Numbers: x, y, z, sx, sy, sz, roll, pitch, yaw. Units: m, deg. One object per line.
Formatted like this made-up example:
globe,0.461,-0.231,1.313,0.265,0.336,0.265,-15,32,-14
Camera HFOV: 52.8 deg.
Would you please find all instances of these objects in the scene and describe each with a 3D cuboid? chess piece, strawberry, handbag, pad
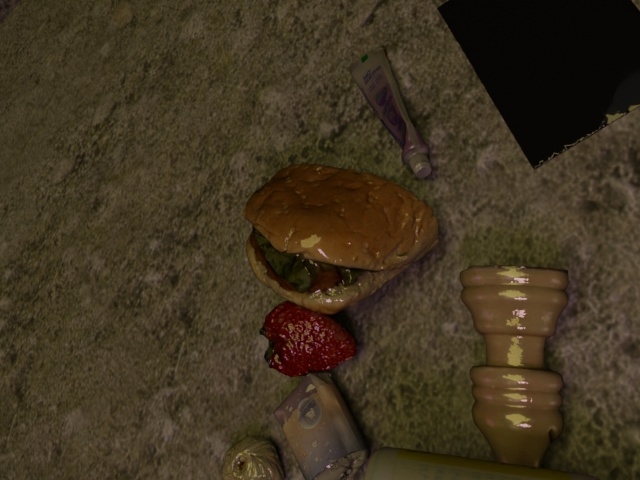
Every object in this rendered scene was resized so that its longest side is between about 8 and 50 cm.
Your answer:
chess piece,0.261,0.192,0.879,0.139,0.124,0.307,3,79,0
strawberry,-0.022,0.155,1.050,0.148,0.131,0.131,-15,66,3
handbag,0.006,0.307,1.005,0.117,0.095,0.173,-52,49,27
pad,0.364,-0.321,1.027,0.248,0.007,0.367,-32,61,20

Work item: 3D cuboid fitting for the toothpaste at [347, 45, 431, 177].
toothpaste,0.124,-0.227,1.119,0.075,0.048,0.301,-53,44,40

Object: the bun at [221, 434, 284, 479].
bun,-0.116,0.382,1.064,0.115,0.069,0.115,-9,73,30

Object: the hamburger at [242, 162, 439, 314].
hamburger,-0.001,0.003,1.008,0.330,0.162,0.209,11,42,27

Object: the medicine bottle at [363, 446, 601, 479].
medicine bottle,0.227,0.364,0.727,0.379,0.213,0.213,5,77,13
